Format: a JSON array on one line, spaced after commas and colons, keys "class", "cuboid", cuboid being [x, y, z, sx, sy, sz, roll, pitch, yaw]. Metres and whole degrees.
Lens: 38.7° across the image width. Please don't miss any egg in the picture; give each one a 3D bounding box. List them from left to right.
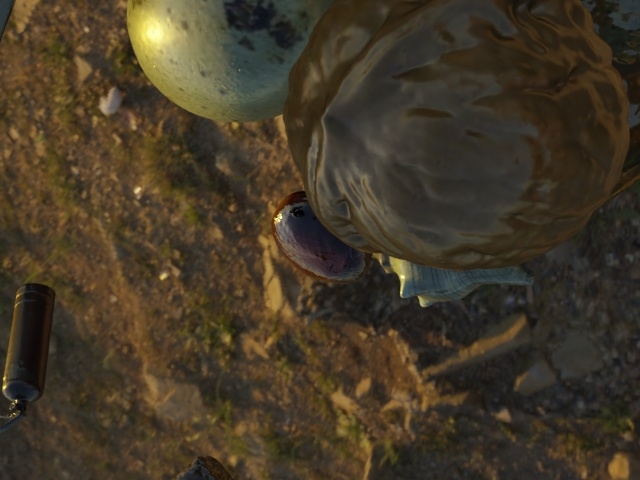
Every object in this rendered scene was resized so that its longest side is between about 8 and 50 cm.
[{"class": "egg", "cuboid": [-0.112, -0.306, 1.250, 0.287, 0.287, 0.379, 56, 160, -18]}]

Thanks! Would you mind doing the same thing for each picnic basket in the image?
[{"class": "picnic basket", "cuboid": [-0.219, 0.425, 1.412, 0.193, 0.055, 0.110, -43, 71, 1]}]

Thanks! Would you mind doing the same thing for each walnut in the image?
[{"class": "walnut", "cuboid": [0.080, -0.073, 0.557, 0.213, 0.213, 0.213, 9, 123, 14]}]

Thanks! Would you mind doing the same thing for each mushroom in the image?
[{"class": "mushroom", "cuboid": [0.000, 0.000, 1.003, 0.123, 0.052, 0.123, 22, 135, 24]}]

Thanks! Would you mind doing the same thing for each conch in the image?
[{"class": "conch", "cuboid": [0.150, 0.039, 1.221, 0.234, 0.137, 0.114, 32, 83, 6]}]

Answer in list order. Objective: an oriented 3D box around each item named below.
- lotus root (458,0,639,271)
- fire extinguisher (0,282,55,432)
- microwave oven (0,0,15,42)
[{"class": "lotus root", "cuboid": [0.213, -0.141, 0.827, 0.346, 0.250, 0.250, -34, 110, -9]}, {"class": "fire extinguisher", "cuboid": [-0.530, 0.209, 1.629, 0.089, 0.267, 0.072, -18, 143, 19]}, {"class": "microwave oven", "cuboid": [-0.703, -0.341, 1.592, 0.286, 0.355, 0.218, 20, 173, -22]}]
